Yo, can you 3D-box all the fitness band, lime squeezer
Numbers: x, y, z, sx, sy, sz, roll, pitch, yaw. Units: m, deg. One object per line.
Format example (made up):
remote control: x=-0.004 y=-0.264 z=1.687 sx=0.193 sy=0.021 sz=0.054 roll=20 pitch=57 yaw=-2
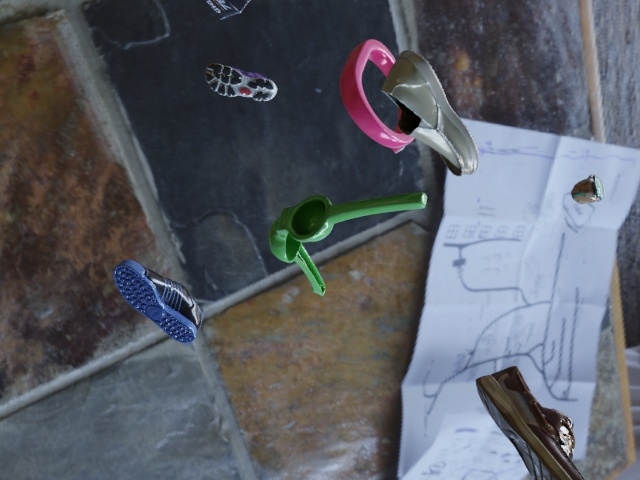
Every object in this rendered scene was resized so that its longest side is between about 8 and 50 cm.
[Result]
fitness band: x=0.132 y=-0.309 z=1.372 sx=0.209 sy=0.054 sz=0.291 roll=47 pitch=37 yaw=-24
lime squeezer: x=0.000 y=0.000 z=0.723 sx=0.110 sy=0.310 sz=0.059 roll=37 pitch=62 yaw=-3

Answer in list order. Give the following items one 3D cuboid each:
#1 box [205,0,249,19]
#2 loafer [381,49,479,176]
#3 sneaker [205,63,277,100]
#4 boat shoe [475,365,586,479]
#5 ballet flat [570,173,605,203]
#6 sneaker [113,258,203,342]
box: x=-0.151 y=-0.541 z=0.949 sx=0.293 sy=0.073 sz=0.296 roll=43 pitch=71 yaw=-35
loafer: x=0.191 y=-0.210 z=1.154 sx=0.092 sy=0.102 sz=0.268 roll=-39 pitch=118 yaw=-1
sneaker: x=-0.186 y=-0.370 z=1.516 sx=0.169 sy=0.071 sz=0.068 roll=16 pitch=115 yaw=-9
boat shoe: x=0.436 y=0.372 z=1.250 sx=0.123 sy=0.342 sz=0.123 roll=-24 pitch=125 yaw=-7
ballet flat: x=0.645 y=-0.123 z=1.569 sx=0.206 sy=0.067 sz=0.073 roll=-5 pitch=82 yaw=-60
sneaker: x=-0.335 y=0.113 z=1.356 sx=0.081 sy=0.090 sz=0.232 roll=-24 pitch=120 yaw=24
